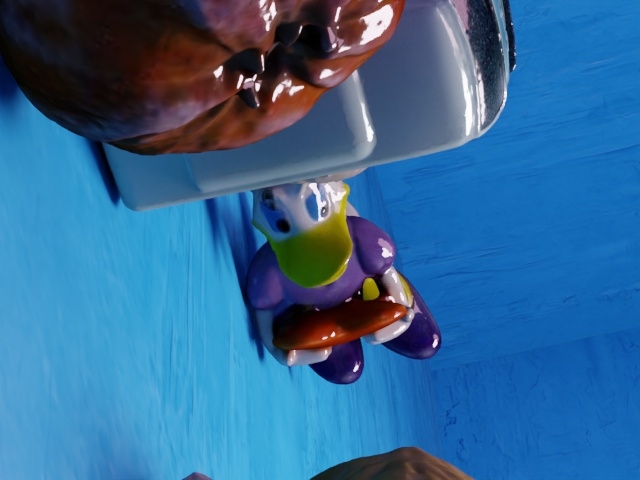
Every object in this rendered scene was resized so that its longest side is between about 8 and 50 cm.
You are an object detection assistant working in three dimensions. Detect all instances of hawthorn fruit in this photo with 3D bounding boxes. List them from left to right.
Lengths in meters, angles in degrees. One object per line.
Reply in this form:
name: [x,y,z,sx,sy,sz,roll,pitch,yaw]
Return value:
hawthorn fruit: [-0.084,-0.186,0.926,0.272,0.242,0.242,57,-1,19]

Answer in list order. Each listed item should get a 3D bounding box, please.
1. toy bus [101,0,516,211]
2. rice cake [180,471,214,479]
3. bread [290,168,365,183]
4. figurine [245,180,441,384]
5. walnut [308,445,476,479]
toy bus: [-0.012,-0.113,1.133,0.165,0.271,0.133,-86,162,-59]
rice cake: [-0.051,0.211,1.140,0.270,0.049,0.055,64,0,-64]
bread: [-0.047,-0.208,1.311,0.102,0.183,0.337,-174,-101,-75]
figurine: [0.002,0.005,1.580,0.421,0.154,0.193,60,13,-75]
walnut: [0.036,0.249,1.021,0.225,0.225,0.261,48,47,-78]
